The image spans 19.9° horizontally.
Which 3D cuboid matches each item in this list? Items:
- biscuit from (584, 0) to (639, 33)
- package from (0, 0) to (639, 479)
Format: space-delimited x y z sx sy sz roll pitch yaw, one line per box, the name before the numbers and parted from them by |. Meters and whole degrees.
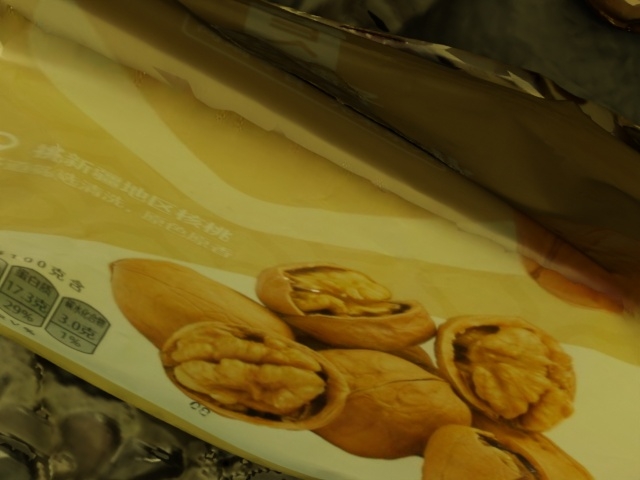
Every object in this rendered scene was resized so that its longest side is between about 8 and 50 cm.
biscuit | 0.169 -0.185 0.769 0.339 0.047 0.216 10 82 -9
package | 0.009 -0.025 0.666 0.311 0.221 0.165 25 60 -8
